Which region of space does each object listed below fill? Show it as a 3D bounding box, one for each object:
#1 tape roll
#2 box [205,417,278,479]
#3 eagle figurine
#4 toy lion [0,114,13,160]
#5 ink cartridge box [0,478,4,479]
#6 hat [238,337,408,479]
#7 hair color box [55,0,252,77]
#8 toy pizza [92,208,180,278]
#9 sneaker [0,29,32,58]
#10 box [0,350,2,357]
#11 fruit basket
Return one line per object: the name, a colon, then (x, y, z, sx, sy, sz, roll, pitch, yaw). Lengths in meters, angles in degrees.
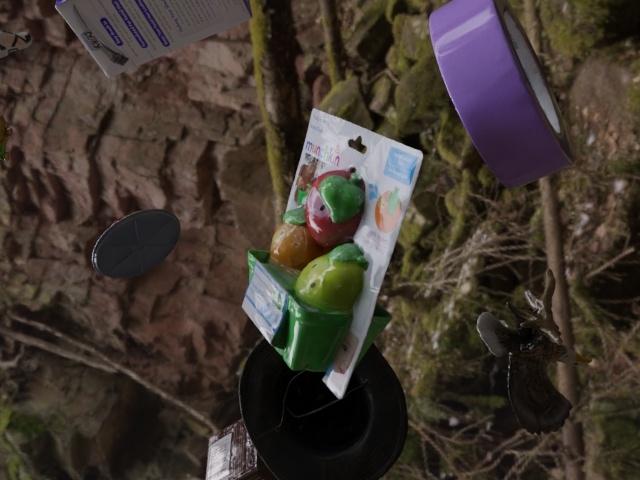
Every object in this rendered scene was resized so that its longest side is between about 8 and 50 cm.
tape roll: (0.255, -0.213, 0.888, 0.275, 0.090, 0.274, 40, -143, -39)
box: (-0.140, 0.537, 1.495, 0.167, 0.203, 0.168, -36, 32, 20)
eagle figurine: (0.463, 0.253, 1.381, 0.226, 0.225, 0.298, -33, -37, -25)
toy lion: (-0.773, -0.249, 1.540, 0.096, 0.034, 0.100, 145, 129, -77)
ink cartridge box: (-0.562, 0.544, 1.035, 0.211, 0.122, 0.289, 50, -169, -49)
hat: (0.009, 0.313, 1.234, 0.134, 0.331, 0.331, 44, -118, -78)
hair color box: (-0.330, -0.484, 1.293, 0.185, 0.339, 0.110, 61, -168, -49)
toy pizza: (-0.395, 0.003, 1.375, 0.201, 0.032, 0.201, -31, -29, -19)
sneaker: (-0.556, -0.357, 1.138, 0.109, 0.040, 0.043, -63, -29, -54)
box: (-0.607, 0.123, 1.007, 0.094, 0.275, 0.113, -48, -46, -8)
fruit basket: (0.000, 0.000, 0.950, 0.327, 0.165, 0.353, 40, 123, 56)
